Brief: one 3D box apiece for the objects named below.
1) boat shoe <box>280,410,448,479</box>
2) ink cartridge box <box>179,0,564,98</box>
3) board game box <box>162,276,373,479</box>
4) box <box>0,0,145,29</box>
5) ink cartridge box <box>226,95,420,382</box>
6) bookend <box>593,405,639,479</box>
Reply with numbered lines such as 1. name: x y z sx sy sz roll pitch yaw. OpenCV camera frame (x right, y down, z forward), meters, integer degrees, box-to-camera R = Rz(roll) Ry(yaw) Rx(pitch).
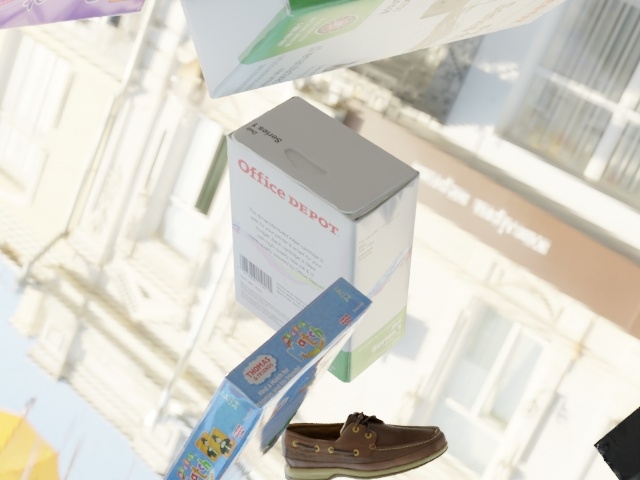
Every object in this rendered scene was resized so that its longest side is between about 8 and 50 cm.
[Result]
1. boat shoe: 0.040 0.207 1.152 0.178 0.060 0.064 -10 -170 20
2. ink cartridge box: 0.045 -0.149 0.563 0.208 0.087 0.153 -17 178 -20
3. board game box: -0.054 0.139 0.869 0.039 0.211 0.160 40 -141 9
4. box: -0.123 -0.185 0.453 0.057 0.201 0.293 29 -160 9
5. ink cartridge box: 0.000 0.000 1.327 0.201 0.278 0.117 35 -126 29
6. bookend: 0.314 0.209 0.884 0.156 0.072 0.157 25 -154 -51
